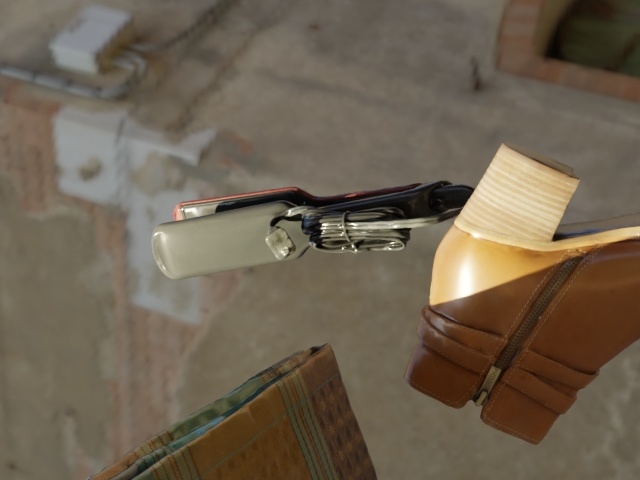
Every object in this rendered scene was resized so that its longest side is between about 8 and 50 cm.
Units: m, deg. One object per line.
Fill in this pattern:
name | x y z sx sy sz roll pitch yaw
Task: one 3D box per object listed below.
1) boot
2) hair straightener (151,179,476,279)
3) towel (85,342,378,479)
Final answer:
boot | 0.154 0.050 0.899 0.152 0.197 0.073 -67 -10 13
hair straightener | 0.000 0.000 0.990 0.089 0.230 0.047 -50 -45 -61
towel | -0.025 0.212 0.765 0.370 0.040 0.271 -26 -82 -69
